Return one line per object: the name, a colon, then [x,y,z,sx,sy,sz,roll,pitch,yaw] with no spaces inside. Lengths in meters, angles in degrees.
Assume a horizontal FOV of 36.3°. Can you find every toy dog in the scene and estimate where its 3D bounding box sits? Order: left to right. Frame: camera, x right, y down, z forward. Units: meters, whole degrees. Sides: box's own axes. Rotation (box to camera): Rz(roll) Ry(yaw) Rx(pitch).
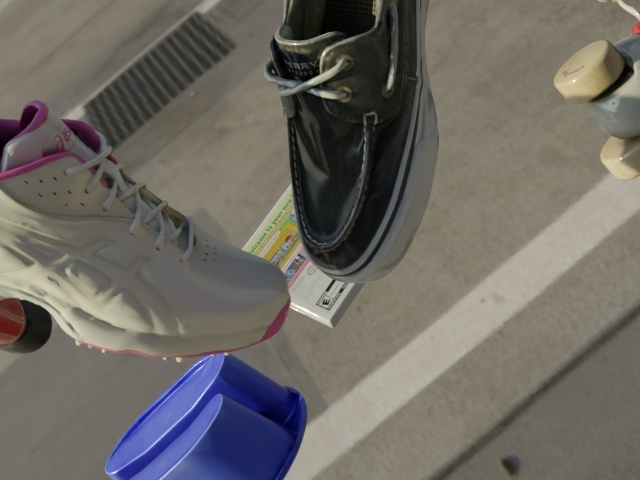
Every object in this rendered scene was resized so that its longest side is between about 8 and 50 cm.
toy dog: [0.427,-0.239,1.201,0.161,0.220,0.334,-14,53,53]

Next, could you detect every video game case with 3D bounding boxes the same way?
video game case: [0.000,0.000,1.360,0.193,0.023,0.212,23,68,33]

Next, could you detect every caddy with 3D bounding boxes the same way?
caddy: [-0.163,0.325,1.400,0.341,0.179,0.241,-43,21,17]

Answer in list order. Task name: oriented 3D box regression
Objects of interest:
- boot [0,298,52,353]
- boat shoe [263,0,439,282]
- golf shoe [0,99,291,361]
boot: [-0.382,0.045,0.956,0.244,0.176,0.088,23,88,31]
boat shoe: [0.011,-0.134,0.692,0.121,0.119,0.335,9,99,39]
golf shoe: [-0.154,-0.009,0.648,0.115,0.306,0.140,-105,33,-57]
